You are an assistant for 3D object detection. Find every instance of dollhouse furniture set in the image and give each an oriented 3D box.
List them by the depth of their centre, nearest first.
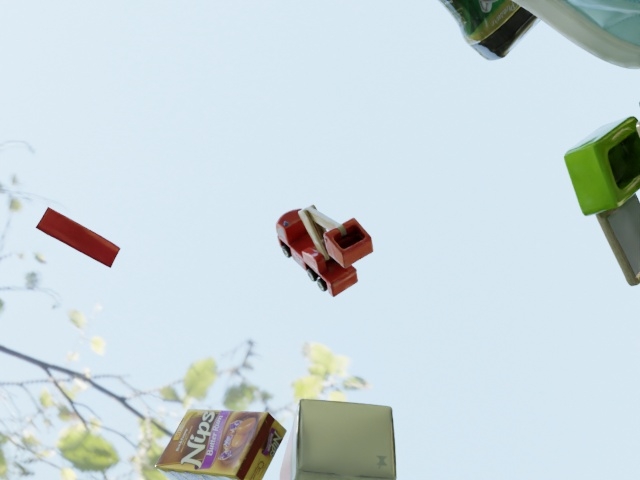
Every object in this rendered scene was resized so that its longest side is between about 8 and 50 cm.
[{"bbox_3d":[0.376,-0.069,0.823,0.197,0.301,0.151,-32,-81,-43],"label":"dollhouse furniture set"}]

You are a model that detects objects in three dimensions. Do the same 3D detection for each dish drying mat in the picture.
[{"bbox_3d":[-0.241,-0.002,1.067,0.083,0.008,0.032,29,-135,-11],"label":"dish drying mat"}]

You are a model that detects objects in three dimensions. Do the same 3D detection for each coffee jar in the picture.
[{"bbox_3d":[0.164,-0.290,1.178,0.096,0.079,0.184,-45,-77,-8],"label":"coffee jar"}]

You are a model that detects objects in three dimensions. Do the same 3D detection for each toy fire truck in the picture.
[{"bbox_3d":[0.000,0.000,1.403,0.047,0.192,0.135,-30,-43,-19],"label":"toy fire truck"}]

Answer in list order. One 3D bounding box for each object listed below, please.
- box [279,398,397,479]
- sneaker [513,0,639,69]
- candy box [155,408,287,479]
[{"bbox_3d":[0.021,0.358,1.641,0.148,0.232,0.127,6,-131,-7],"label":"box"},{"bbox_3d":[0.178,-0.296,0.913,0.366,0.150,0.135,27,-120,-2],"label":"sneaker"},{"bbox_3d":[-0.149,0.308,1.583,0.053,0.186,0.109,49,-127,-29],"label":"candy box"}]
